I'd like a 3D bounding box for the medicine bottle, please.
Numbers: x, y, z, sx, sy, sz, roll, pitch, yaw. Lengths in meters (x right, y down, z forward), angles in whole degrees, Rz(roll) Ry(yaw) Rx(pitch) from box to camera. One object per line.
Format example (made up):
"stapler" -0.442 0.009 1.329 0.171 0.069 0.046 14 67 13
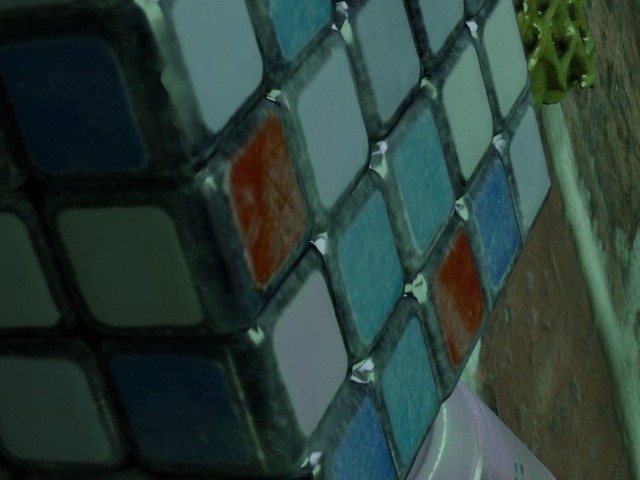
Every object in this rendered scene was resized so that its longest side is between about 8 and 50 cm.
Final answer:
"medicine bottle" 0.059 0.164 1.137 0.254 0.152 0.152 46 49 -53

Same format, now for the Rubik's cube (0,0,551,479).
"Rubik's cube" -0.101 -0.062 0.676 0.292 0.293 0.287 -53 135 -49

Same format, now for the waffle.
"waffle" 0.168 -0.252 1.464 0.317 0.073 0.297 -6 93 -63
